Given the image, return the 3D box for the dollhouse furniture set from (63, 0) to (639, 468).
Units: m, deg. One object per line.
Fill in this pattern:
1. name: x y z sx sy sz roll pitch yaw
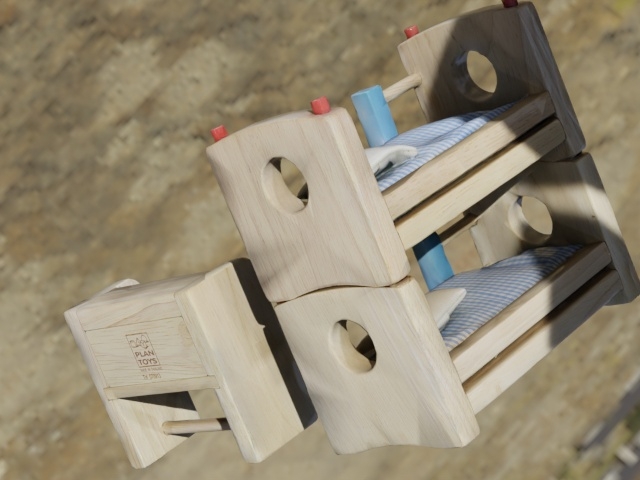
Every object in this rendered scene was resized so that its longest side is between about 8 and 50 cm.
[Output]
1. dollhouse furniture set: 0.000 0.000 0.652 0.183 0.129 0.129 -11 -164 45
